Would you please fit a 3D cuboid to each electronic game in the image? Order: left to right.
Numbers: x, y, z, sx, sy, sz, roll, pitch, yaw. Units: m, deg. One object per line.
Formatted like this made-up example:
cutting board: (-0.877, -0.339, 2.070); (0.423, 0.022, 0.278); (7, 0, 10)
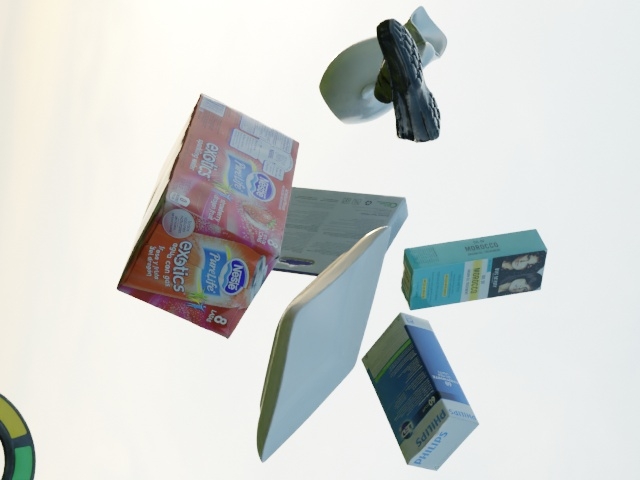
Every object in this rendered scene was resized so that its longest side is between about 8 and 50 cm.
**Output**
electronic game: (-0.503, 0.302, 1.842); (0.048, 0.229, 0.229); (-30, -124, 49)

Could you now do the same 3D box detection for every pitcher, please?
pitcher: (0.099, -0.268, 2.120); (0.207, 0.125, 0.178); (-34, -164, 20)

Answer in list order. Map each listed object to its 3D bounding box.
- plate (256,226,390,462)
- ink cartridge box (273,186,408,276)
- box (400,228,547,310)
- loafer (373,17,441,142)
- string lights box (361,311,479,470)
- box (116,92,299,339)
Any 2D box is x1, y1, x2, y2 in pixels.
plate: (-0.005, 0.137, 1.870); (0.278, 0.045, 0.277); (-41, 151, -49)
ink cartridge box: (0.000, 0.000, 2.114); (0.224, 0.223, 0.045); (-53, 140, -43)
box: (0.265, 0.051, 2.304); (0.060, 0.244, 0.100); (-110, -164, -47)
loafer: (0.111, -0.221, 1.890); (0.223, 0.078, 0.076); (64, 24, -46)
string lights box: (0.174, 0.269, 2.388); (0.133, 0.076, 0.260); (-52, -141, 26)
box: (-0.111, -0.031, 1.388); (0.123, 0.128, 0.257); (-59, -168, 28)
